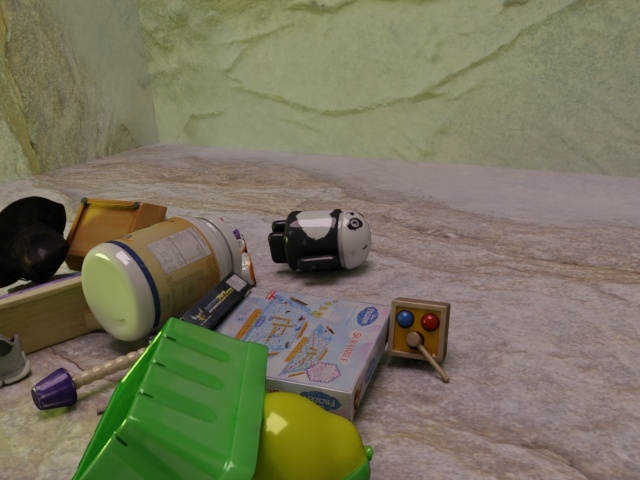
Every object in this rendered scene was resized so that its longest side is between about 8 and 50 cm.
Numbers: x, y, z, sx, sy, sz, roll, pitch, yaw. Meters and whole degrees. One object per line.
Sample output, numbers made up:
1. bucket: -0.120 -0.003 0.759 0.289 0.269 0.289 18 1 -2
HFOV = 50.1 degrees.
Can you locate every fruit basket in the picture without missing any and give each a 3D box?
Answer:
1. fruit basket: -0.129 0.313 1.000 0.392 0.283 0.392 37 14 -11

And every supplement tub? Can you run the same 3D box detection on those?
1. supplement tub: -0.358 0.073 1.583 0.228 0.229 0.316 10 24 37

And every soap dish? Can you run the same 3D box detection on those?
1. soap dish: -0.609 -0.014 2.006 0.290 0.229 0.118 5 -22 28

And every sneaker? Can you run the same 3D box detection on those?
1. sneaker: -0.258 0.058 1.909 0.121 0.099 0.262 -13 19 -9
2. sneaker: -0.723 0.252 1.406 0.228 0.132 0.086 -22 25 -40

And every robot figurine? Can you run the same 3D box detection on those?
1. robot figurine: 0.000 -0.003 1.883 0.278 0.209 0.173 -2 -16 11

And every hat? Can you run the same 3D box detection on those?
1. hat: -0.778 0.040 1.852 0.134 0.331 0.331 37 32 11

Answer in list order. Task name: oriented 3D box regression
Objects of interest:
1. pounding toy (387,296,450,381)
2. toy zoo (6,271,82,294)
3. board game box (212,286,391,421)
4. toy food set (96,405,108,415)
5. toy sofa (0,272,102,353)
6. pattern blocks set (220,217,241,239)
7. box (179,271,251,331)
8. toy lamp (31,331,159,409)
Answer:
1. pounding toy: 0.202 0.193 1.359 0.130 0.141 0.100 5 2 17
2. toy zoo: -0.735 0.134 1.864 0.293 0.030 0.192 -7 16 20
3. board game box: -0.047 0.204 1.325 0.317 0.066 0.319 7 25 18
4. toy food set: -0.359 0.315 1.299 0.122 0.019 0.078 -13 21 -22
5. toy sofa: -0.677 0.176 1.589 0.362 0.150 0.177 -18 23 -34
6. pattern blocks set: -0.362 0.060 1.881 0.324 0.026 0.285 -34 29 -15
7. box: -0.248 0.184 1.412 0.059 0.183 0.233 36 28 4
8. toy lamp: -0.439 0.264 1.383 0.274 0.080 0.080 -21 25 -37
